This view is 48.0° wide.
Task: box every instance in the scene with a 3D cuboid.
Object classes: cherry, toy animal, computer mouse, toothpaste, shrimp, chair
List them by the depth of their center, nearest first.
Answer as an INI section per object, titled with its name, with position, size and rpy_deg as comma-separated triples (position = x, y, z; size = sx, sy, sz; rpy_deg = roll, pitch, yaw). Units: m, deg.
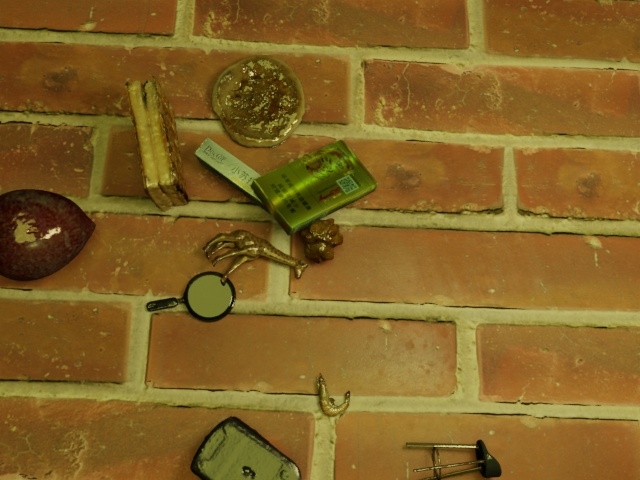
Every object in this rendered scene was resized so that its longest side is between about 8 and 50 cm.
[computer mouse]
position = -0.171, 0.558, 1.733
size = 0.269, 0.100, 0.170
rpy_deg = 35, 72, 13
[chair]
position = 0.325, 0.538, 1.762
size = 0.222, 0.104, 0.095
rpy_deg = -2, 58, 0
[cherry]
position = -0.726, -0.019, 1.825
size = 0.300, 0.203, 0.230
rpy_deg = -12, 73, -20
[shrimp]
position = 0.033, 0.387, 1.827
size = 0.083, 0.023, 0.114
rpy_deg = -15, 81, -9
[toy animal]
position = -0.172, 0.038, 1.897
size = 0.276, 0.054, 0.149
rpy_deg = -2, 64, -9
[toothpaste]
position = -0.195, -0.158, 1.936
size = 0.313, 0.089, 0.071
rpy_deg = 36, 82, 7

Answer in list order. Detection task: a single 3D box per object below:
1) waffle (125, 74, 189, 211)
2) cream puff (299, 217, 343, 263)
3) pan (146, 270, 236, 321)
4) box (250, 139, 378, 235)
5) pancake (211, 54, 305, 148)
[waffle]
position = -0.427, -0.249, 1.890
size = 0.091, 0.213, 0.307
rpy_deg = -13, 77, -2
[cream puff]
position = 0.000, 0.000, 1.886
size = 0.116, 0.094, 0.122
rpy_deg = 24, 116, -6
[pan]
position = -0.338, 0.154, 1.875
size = 0.235, 0.028, 0.136
rpy_deg = -10, 75, -5
[box]
position = -0.011, -0.145, 1.902
size = 0.311, 0.043, 0.173
rpy_deg = -29, 73, -32
[pancake]
position = -0.169, -0.395, 2.023
size = 0.283, 0.049, 0.282
rpy_deg = 1, 78, -2
